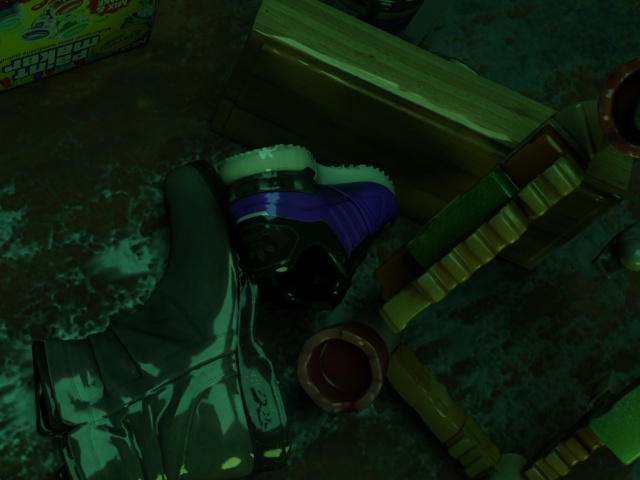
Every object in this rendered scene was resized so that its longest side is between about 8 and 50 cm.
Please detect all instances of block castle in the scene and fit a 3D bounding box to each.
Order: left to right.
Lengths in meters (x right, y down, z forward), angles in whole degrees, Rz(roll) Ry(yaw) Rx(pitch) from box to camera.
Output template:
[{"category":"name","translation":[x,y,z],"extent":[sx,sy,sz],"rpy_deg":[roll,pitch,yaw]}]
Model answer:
[{"category":"block castle","translation":[0.223,0.072,0.913],"extent":[0.303,0.453,0.213],"rpy_deg":[49,23,3]}]

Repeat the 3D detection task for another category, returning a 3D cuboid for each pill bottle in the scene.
[{"category":"pill bottle","translation":[0.032,-0.249,1.121],"extent":[0.122,0.219,0.123],"rpy_deg":[7,65,-16]}]

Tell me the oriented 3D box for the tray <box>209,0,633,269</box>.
[{"category":"tray","translation":[0.100,-0.108,1.092],"extent":[0.411,0.203,0.076],"rpy_deg":[22,62,-8]}]

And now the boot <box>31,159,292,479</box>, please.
[{"category":"boot","translation":[-0.171,0.083,0.972],"extent":[0.222,0.118,0.338],"rpy_deg":[-9,66,-17]}]

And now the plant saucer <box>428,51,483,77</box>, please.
[{"category":"plant saucer","translation":[0.150,-0.163,1.233],"extent":[0.168,0.029,0.168],"rpy_deg":[7,66,-16]}]

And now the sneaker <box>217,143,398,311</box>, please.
[{"category":"sneaker","translation":[-0.001,0.000,1.015],"extent":[0.293,0.102,0.146],"rpy_deg":[8,68,-61]}]

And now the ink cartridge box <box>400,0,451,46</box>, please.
[{"category":"ink cartridge box","translation":[0.002,-0.454,1.230],"extent":[0.395,0.166,0.285],"rpy_deg":[20,63,-10]}]

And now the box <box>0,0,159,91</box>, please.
[{"category":"box","translation":[-0.313,-0.295,0.989],"extent":[0.290,0.279,0.177],"rpy_deg":[-25,77,-26]}]
